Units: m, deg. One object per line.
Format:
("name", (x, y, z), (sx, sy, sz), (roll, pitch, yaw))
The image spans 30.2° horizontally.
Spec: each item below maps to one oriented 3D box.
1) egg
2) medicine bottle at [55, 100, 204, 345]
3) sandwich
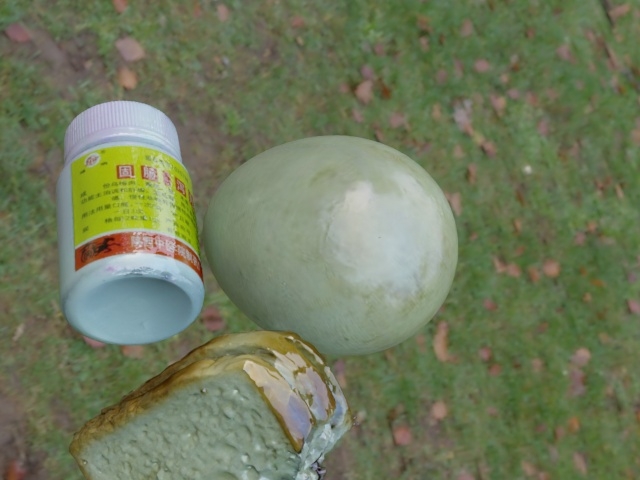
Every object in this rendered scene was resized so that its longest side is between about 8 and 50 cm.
("egg", (0.000, 0.000, 1.201), (0.218, 0.295, 0.218), (-14, 111, -43))
("medicine bottle", (-0.193, -0.019, 1.186), (0.139, 0.139, 0.225), (26, 38, -38))
("sandwich", (-0.060, 0.229, 1.012), (0.288, 0.254, 0.099), (60, 30, -3))
